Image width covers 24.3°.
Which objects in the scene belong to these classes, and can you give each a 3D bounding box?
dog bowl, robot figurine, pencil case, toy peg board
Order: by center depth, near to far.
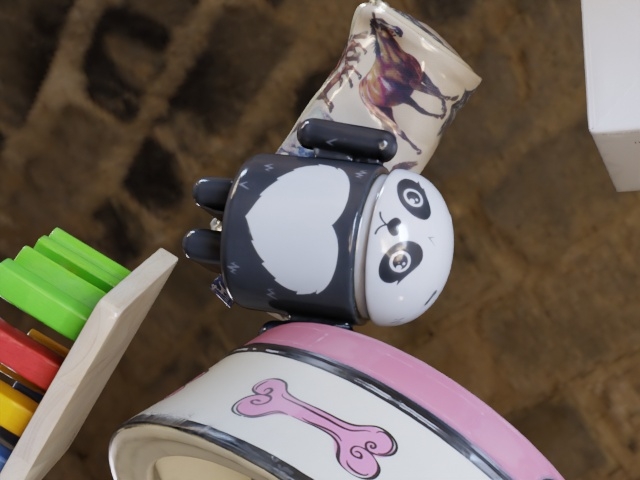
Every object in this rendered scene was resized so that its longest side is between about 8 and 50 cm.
[{"bbox_3d":[-0.176,0.072,0.930,0.079,0.161,0.161,32,13,1],"label":"toy peg board"},{"bbox_3d":[0.041,0.230,1.127,0.408,0.150,0.408,32,-29,20],"label":"dog bowl"},{"bbox_3d":[0.000,-0.002,1.556,0.278,0.173,0.209,8,-62,17],"label":"robot figurine"},{"bbox_3d":[0.020,-0.094,1.762,0.183,0.410,0.160,31,15,-10],"label":"pencil case"}]

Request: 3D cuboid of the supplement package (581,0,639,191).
[{"bbox_3d":[0.385,-0.170,1.595,0.293,0.177,0.175,31,55,-70],"label":"supplement package"}]
